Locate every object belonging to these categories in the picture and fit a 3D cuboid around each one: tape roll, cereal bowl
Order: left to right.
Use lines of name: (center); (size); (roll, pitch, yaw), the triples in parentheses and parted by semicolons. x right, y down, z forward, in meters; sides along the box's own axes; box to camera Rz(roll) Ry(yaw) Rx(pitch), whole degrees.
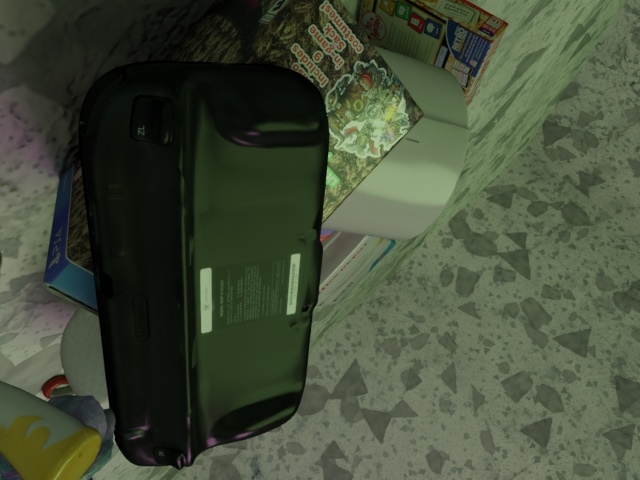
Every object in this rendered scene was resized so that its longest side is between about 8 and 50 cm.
cereal bowl: (-0.209, 0.076, 0.707); (0.339, 0.141, 0.339); (-30, -176, 3)
tape roll: (0.054, -0.130, 0.675); (0.169, 0.246, 0.246); (8, 135, -24)

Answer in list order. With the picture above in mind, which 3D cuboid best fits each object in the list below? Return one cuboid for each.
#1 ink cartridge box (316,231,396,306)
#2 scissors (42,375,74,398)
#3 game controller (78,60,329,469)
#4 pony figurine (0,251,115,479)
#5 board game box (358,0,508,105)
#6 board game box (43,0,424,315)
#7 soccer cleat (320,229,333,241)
ink cartridge box: (0.000, 0.000, 1.028); (0.198, 0.197, 0.270); (-47, 164, 9)
scissors: (-0.398, 0.244, 0.970); (0.109, 0.021, 0.297); (-49, 165, 4)
game controller: (-0.076, 0.035, 0.377); (0.166, 0.067, 0.319); (-13, 122, -35)
pony figurine: (-0.327, 0.104, 0.332); (0.351, 0.363, 0.303); (-52, 163, -37)
board game box: (0.142, -0.279, 0.703); (0.045, 0.193, 0.147); (-49, 167, -22)
board game box: (-0.097, -0.084, 0.473); (0.291, 0.232, 0.141); (-47, 125, 3)
soccer cleat: (0.045, -0.082, 0.836); (0.248, 0.083, 0.095); (-38, 159, -12)
